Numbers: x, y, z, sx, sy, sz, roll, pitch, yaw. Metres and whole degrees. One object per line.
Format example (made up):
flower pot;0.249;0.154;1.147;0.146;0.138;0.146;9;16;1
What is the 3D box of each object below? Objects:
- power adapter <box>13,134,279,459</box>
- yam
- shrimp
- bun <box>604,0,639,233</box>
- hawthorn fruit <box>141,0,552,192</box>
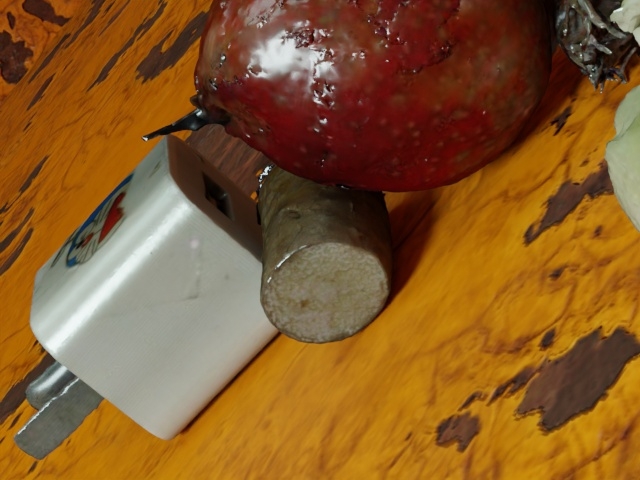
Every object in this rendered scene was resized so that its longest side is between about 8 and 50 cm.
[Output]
power adapter;-0.120;0.053;1.075;0.205;0.125;0.130;-46;19;9
yam;0.003;0.001;0.977;0.084;0.084;0.127;-43;23;18
shrimp;0.155;-0.121;0.896;0.065;0.056;0.165;-34;26;24
bun;0.197;-0.100;0.660;0.237;0.116;0.210;-47;19;3
hawthorn fruit;0.011;-0.103;0.925;0.235;0.181;0.181;-21;13;-14
